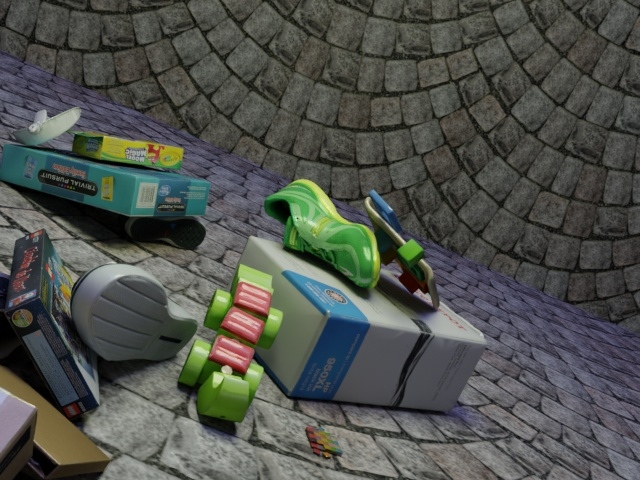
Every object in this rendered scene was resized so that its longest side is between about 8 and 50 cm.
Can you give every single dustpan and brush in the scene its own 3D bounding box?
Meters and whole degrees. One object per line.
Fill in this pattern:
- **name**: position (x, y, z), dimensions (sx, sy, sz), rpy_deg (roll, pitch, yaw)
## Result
- **dustpan and brush**: position (-0.555, -0.227, 1.673), dimensions (0.147, 0.060, 0.211), rpy_deg (-22, 28, -4)

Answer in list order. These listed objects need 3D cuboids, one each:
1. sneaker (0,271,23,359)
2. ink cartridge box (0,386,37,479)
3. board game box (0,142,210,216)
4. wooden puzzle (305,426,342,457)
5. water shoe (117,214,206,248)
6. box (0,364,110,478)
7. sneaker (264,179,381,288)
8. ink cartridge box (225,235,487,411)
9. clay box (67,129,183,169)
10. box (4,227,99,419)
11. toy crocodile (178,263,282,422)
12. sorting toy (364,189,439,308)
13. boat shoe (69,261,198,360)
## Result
- **sneaker**: position (-0.463, 0.073, 1.046), dimensions (0.226, 0.086, 0.163), rpy_deg (21, 11, -24)
- **ink cartridge box**: position (-0.374, 0.163, 0.649), dimensions (0.234, 0.088, 0.193), rpy_deg (27, 45, 2)
- **board game box**: position (-0.436, -0.121, 1.724), dimensions (0.335, 0.079, 0.253), rpy_deg (14, 7, 24)
- **wooden puzzle**: position (0.005, 0.294, 1.231), dimensions (0.049, 0.006, 0.083), rpy_deg (21, 13, -19)
- **water shoe**: position (-0.330, -0.036, 1.772), dimensions (0.203, 0.073, 0.080), rpy_deg (12, 16, -48)
- **box**: position (-0.298, 0.177, 0.847), dimensions (0.164, 0.021, 0.201), rpy_deg (39, -11, 8)
- **sneaker**: position (0.000, 0.000, 1.494), dimensions (0.123, 0.110, 0.295), rpy_deg (-20, 42, -29)
- **ink cartridge box**: position (0.060, 0.156, 1.526), dimensions (0.394, 0.166, 0.285), rpy_deg (14, 17, -38)
- **clay box**: position (-0.415, -0.189, 1.758), dimensions (0.222, 0.053, 0.127), rpy_deg (3, 9, -43)
- **box**: position (-0.336, 0.098, 1.065), dimensions (0.233, 0.044, 0.159), rpy_deg (-128, -164, -64)
- **toy crocodile**: position (-0.123, 0.142, 1.264), dimensions (0.115, 0.105, 0.341), rpy_deg (24, 33, -6)
- **sorting toy**: position (0.139, 0.033, 1.511), dimensions (0.196, 0.047, 0.348), rpy_deg (52, -3, 23)
- **boat shoe**: position (-0.272, 0.090, 1.143), dimensions (0.119, 0.121, 0.335), rpy_deg (37, -10, 15)
